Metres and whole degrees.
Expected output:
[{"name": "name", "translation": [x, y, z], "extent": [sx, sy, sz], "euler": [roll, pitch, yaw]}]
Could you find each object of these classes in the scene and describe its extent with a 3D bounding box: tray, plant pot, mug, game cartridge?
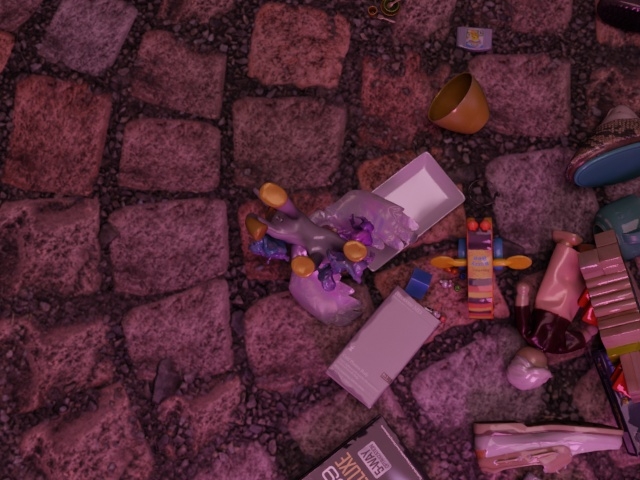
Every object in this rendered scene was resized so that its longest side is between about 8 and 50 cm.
[{"name": "tray", "translation": [0.175, -0.064, 1.729], "extent": [0.270, 0.030, 0.145], "euler": [-37, 81, -6]}, {"name": "plant pot", "translation": [0.320, -0.292, 1.731], "extent": [0.095, 0.134, 0.134], "euler": [35, 81, -23]}, {"name": "mug", "translation": [0.647, -0.027, 1.659], "extent": [0.097, 0.158, 0.130], "euler": [-24, 66, 0]}, {"name": "game cartridge", "translation": [0.358, -0.467, 1.807], "extent": [0.083, 0.017, 0.056], "euler": [4, 84, 1]}]

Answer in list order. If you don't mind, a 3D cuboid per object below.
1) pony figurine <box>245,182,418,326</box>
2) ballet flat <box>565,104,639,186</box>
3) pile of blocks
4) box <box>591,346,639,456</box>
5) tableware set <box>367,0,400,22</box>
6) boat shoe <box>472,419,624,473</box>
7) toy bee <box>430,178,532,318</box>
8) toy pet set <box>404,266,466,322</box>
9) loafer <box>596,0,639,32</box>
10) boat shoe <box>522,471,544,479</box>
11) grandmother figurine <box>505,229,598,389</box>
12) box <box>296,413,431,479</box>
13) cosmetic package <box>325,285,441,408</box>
[{"name": "pony figurine", "translation": [0.000, 0.000, 1.576], "extent": [0.351, 0.363, 0.303], "euler": [34, 94, -4]}, {"name": "ballet flat", "translation": [0.743, -0.228, 1.714], "extent": [0.482, 0.164, 0.182], "euler": [-8, 59, -7]}, {"name": "pile of blocks", "translation": [0.602, 0.167, 1.596], "extent": [0.112, 0.149, 0.362], "euler": [-17, 76, 23]}, {"name": "box", "translation": [0.706, 0.318, 1.648], "extent": [0.183, 0.059, 0.233], "euler": [-16, 80, -4]}, {"name": "tableware set", "translation": [0.151, -0.592, 1.824], "extent": [0.104, 0.024, 0.154], "euler": [19, 81, 3]}, {"name": "boat shoe", "translation": [0.470, 0.428, 1.609], "extent": [0.302, 0.113, 0.103], "euler": [-2, 81, 10]}, {"name": "toy bee", "translation": [0.322, 0.015, 1.628], "extent": [0.195, 0.162, 0.298], "euler": [-22, 78, 10]}, {"name": "toy pet set", "translation": [0.248, 0.100, 1.682], "extent": [0.114, 0.065, 0.122], "euler": [25, 81, 4]}, {"name": "loafer", "translation": [0.823, -0.525, 1.758], "extent": [0.365, 0.134, 0.130], "euler": [20, 81, 3]}, {"name": "boat shoe", "translation": [0.519, 0.545, 1.598], "extent": [0.227, 0.079, 0.081], "euler": [22, 85, 7]}, {"name": "grandmother figurine", "translation": [0.496, 0.162, 1.659], "extent": [0.207, 0.104, 0.342], "euler": [27, 84, 1]}, {"name": "box", "translation": [0.123, 0.553, 1.597], "extent": [0.242, 0.076, 0.307], "euler": [-36, 82, -6]}, {"name": "cosmetic package", "translation": [0.133, 0.225, 1.643], "extent": [0.127, 0.107, 0.238], "euler": [38, 85, 9]}]
